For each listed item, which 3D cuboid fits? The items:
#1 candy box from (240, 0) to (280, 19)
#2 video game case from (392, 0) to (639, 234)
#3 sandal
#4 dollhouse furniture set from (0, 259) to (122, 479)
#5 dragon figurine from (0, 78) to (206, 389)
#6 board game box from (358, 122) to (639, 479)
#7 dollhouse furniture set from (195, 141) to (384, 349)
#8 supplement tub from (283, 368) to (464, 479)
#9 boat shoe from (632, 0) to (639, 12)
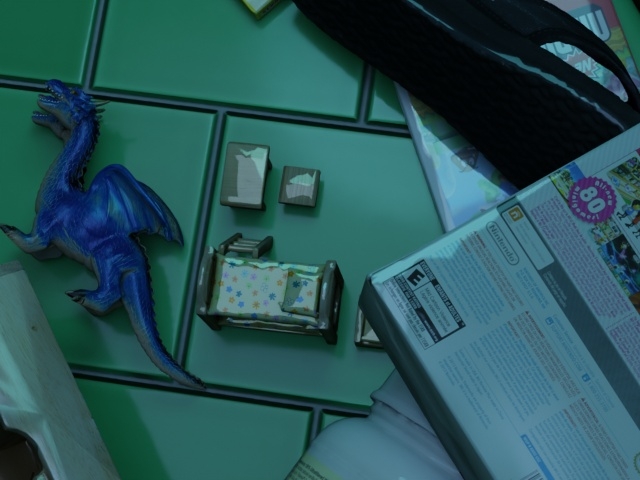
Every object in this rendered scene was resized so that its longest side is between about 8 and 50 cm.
[{"bbox_3d":[-0.086,-0.306,1.562,0.105,0.027,0.206,-41,78,-6],"label":"candy box"},{"bbox_3d":[0.183,-0.101,1.497,0.204,0.025,0.285,-18,78,1],"label":"video game case"},{"bbox_3d":[0.157,-0.149,1.421,0.446,0.167,0.107,40,67,11],"label":"sandal"},{"bbox_3d":[-0.374,0.213,1.326,0.394,0.362,0.256,-19,74,-30],"label":"dollhouse furniture set"},{"bbox_3d":[-0.172,-0.011,1.479,0.289,0.085,0.144,43,85,13],"label":"dragon figurine"},{"bbox_3d":[0.213,0.054,1.223,0.303,0.097,0.224,-29,78,-10],"label":"board game box"},{"bbox_3d":[0.000,0.000,1.453,0.182,0.101,0.160,6,79,6],"label":"dollhouse furniture set"},{"bbox_3d":[0.042,0.285,1.323,0.235,0.235,0.325,36,84,11],"label":"supplement tub"},{"bbox_3d":[0.318,-0.197,1.483,0.073,0.073,0.207,-28,84,-3],"label":"boat shoe"}]
